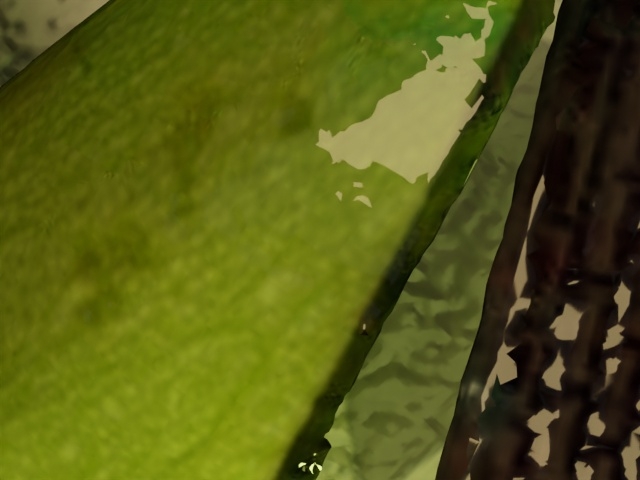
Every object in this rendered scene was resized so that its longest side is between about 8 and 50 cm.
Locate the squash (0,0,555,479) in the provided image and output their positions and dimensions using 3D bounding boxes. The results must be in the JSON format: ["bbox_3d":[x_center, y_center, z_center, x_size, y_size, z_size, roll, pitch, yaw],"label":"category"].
[{"bbox_3d":[0.000,0.000,0.576,0.309,0.233,0.210,-29,104,22],"label":"squash"}]

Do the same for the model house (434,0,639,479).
[{"bbox_3d":[0.141,0.056,0.497,0.230,0.249,0.280,2,74,50],"label":"model house"}]
